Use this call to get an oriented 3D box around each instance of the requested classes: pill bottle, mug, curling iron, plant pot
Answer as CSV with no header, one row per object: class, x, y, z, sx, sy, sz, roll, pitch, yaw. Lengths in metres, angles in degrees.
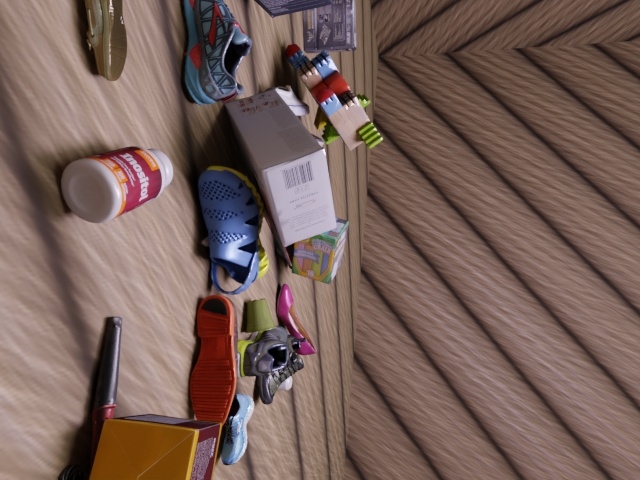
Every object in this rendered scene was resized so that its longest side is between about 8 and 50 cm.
pill bottle,-0.277,-0.086,0.636,0.152,0.086,0.086,-57,146,-65
mug,-0.120,0.434,1.387,0.078,0.064,0.062,42,51,-72
curling iron,-0.315,0.245,0.638,0.068,0.035,0.274,57,38,-67
plant pot,-0.162,0.194,1.177,0.083,0.083,0.079,1,79,-76

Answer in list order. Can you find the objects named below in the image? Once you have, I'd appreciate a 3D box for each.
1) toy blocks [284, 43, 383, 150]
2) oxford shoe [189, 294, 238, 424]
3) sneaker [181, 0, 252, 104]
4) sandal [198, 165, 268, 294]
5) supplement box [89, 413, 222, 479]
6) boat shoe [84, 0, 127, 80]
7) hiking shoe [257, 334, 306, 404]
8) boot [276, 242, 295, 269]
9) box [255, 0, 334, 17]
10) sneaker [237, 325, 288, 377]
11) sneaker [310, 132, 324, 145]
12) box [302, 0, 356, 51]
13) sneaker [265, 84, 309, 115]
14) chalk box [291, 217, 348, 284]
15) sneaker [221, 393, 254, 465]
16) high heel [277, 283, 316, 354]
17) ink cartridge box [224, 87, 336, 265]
toy blocks,0.022,-0.456,1.362,0.261,0.190,0.381,48,12,-45
oxford shoe,-0.209,0.254,0.952,0.098,0.096,0.272,48,45,-78
sneaker,-0.187,-0.395,0.867,0.104,0.125,0.262,-21,112,-75
sandal,-0.187,-0.005,0.949,0.138,0.126,0.317,-65,152,-48
supplement box,-0.244,0.370,0.671,0.194,0.129,0.191,92,5,-71
boat shoe,-0.301,-0.300,0.616,0.056,0.048,0.153,-85,179,-70
hiking shoe,-0.110,0.369,1.313,0.086,0.114,0.227,77,21,-45
boot,-0.082,-0.038,1.469,0.161,0.083,0.247,64,39,-71
box,-0.103,-0.721,0.943,0.312,0.178,0.343,3,89,-64
sneaker,-0.135,0.296,1.187,0.300,0.121,0.111,-20,111,-75
sneaker,-0.087,-0.257,1.365,0.150,0.135,0.366,-61,180,20
box,0.031,-0.780,1.564,0.056,0.183,0.231,-43,133,-69
sneaker,-0.093,-0.405,1.312,0.258,0.094,0.091,-57,138,-71
chalk box,0.000,0.000,1.373,0.132,0.132,0.213,-54,156,-56
sneaker,-0.213,0.444,1.068,0.073,0.063,0.162,49,38,-45
high heel,-0.072,0.255,1.438,0.082,0.117,0.244,-41,132,-71
ink cartridge box,-0.087,-0.144,1.011,0.309,0.130,0.272,-121,-165,-44
